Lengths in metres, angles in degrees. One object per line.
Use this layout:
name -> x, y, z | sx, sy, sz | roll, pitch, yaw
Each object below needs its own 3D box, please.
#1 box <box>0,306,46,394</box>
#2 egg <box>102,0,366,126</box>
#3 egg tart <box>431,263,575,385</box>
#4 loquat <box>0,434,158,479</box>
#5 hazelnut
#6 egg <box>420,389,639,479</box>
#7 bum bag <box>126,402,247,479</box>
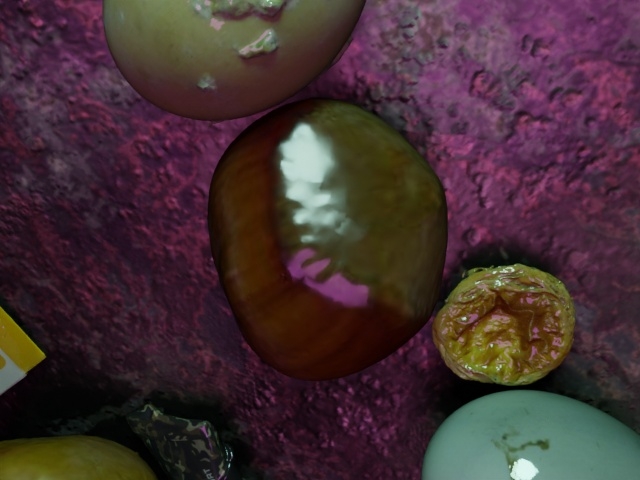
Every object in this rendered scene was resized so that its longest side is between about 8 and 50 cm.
box -> -0.420, 0.152, 0.640 | 0.247, 0.033, 0.129 | -38, 111, -16
egg -> -0.058, -0.173, 0.443 | 0.201, 0.164, 0.164 | -31, 106, 16
egg tart -> 0.164, 0.072, 0.579 | 0.130, 0.052, 0.130 | 3, 116, 6
loquat -> -0.285, 0.349, 0.610 | 0.329, 0.328, 0.328 | 3, 114, 6
hazelnut -> 0.006, -0.002, 0.509 | 0.186, 0.210, 0.210 | -23, 111, -9
egg -> 0.217, 0.236, 0.573 | 0.264, 0.183, 0.182 | 20, 115, -9
bum bag -> -0.114, 0.274, 0.693 | 0.102, 0.069, 0.248 | -8, 120, 50
